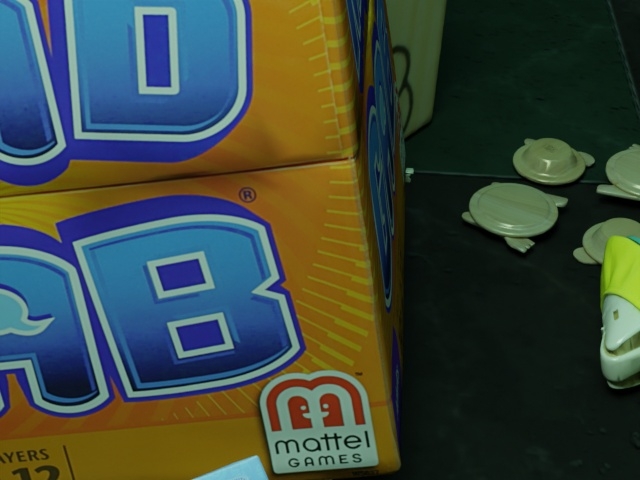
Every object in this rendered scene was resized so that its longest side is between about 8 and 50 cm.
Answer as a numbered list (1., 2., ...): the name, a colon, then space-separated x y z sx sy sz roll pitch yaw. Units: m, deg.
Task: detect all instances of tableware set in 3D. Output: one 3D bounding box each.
1. tableware set: 0.193 -0.032 1.203 0.141 0.020 0.168 17 39 19

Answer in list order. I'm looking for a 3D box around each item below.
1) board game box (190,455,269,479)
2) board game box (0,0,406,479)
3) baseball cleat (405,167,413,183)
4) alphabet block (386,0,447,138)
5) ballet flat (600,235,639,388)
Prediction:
1. board game box: -0.026 0.207 0.660 0.039 0.160 0.211 -20 79 -30
2. board game box: -0.149 -0.103 0.892 0.356 0.356 0.356 -6 29 6
3. baseball cleat: 0.000 0.000 1.095 0.110 0.072 0.206 7 35 6
4. alphabet block: -0.031 -0.169 1.215 0.193 0.197 0.192 28 42 28
5. ballet flat: 0.221 0.080 1.017 0.077 0.077 0.231 -26 46 -12
